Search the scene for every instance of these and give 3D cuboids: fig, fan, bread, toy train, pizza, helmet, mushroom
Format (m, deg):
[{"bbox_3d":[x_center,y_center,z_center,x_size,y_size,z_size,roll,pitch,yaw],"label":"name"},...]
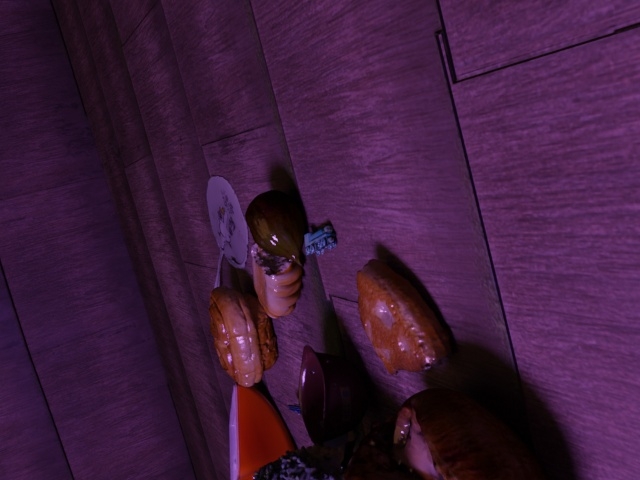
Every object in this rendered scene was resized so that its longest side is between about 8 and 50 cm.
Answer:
[{"bbox_3d":[-0.071,-0.016,1.194,0.154,0.103,0.109,57,-170,6],"label":"fig"},{"bbox_3d":[-0.241,0.007,1.657,0.233,0.012,0.414,58,150,29],"label":"fan"},{"bbox_3d":[-0.187,0.223,1.568,0.198,0.120,0.236,30,133,57],"label":"bread"},{"bbox_3d":[-0.084,0.069,1.288,0.119,0.084,0.177,54,150,37],"label":"bread"},{"bbox_3d":[0.000,0.000,1.138,0.092,0.029,0.045,150,116,-61],"label":"toy train"},{"bbox_3d":[0.118,0.132,0.954,0.182,0.062,0.161,41,135,41],"label":"pizza"},{"bbox_3d":[0.027,0.263,1.168,0.155,0.106,0.175,155,107,-71],"label":"helmet"},{"bbox_3d":[0.160,0.316,0.819,0.283,0.195,0.263,25,122,37],"label":"mushroom"}]

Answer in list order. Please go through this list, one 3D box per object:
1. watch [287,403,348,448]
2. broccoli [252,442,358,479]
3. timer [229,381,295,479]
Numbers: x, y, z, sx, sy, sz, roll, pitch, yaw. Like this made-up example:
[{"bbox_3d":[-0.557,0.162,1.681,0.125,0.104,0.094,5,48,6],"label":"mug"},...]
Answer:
[{"bbox_3d":[-0.023,0.468,1.339,0.274,0.068,0.276,145,131,-63],"label":"watch"},{"bbox_3d":[0.055,0.448,1.031,0.375,0.302,0.249,28,133,32],"label":"broccoli"},{"bbox_3d":[-0.181,0.524,1.727,0.257,0.161,0.250,103,149,-49],"label":"timer"}]
